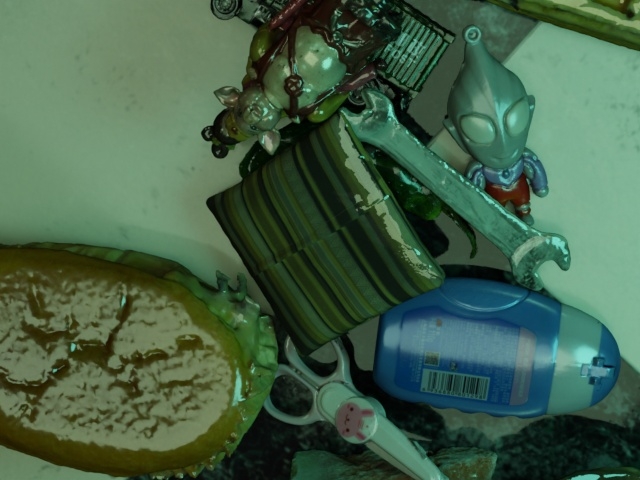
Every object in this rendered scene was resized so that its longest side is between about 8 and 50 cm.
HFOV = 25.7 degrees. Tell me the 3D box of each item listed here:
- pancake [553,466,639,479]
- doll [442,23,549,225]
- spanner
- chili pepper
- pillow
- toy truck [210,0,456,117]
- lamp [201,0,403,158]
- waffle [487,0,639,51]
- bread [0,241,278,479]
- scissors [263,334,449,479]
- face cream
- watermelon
[{"bbox_3d":[0.300,0.364,1.520,0.294,0.049,0.294,-7,114,-15],"label":"pancake"},{"bbox_3d":[0.183,-0.119,1.495,0.102,0.075,0.227,-15,108,-8],"label":"doll"},{"bbox_3d":[0.143,-0.054,1.475,0.302,0.017,0.071,40,101,-10],"label":"spanner"},{"bbox_3d":[0.054,-0.075,1.520,0.278,0.065,0.122,21,112,5],"label":"chili pepper"},{"bbox_3d":[0.000,0.000,1.490,0.212,0.052,0.208,-31,94,34],"label":"pillow"},{"bbox_3d":[0.003,-0.239,1.489,0.259,0.088,0.121,33,102,-1],"label":"toy truck"},{"bbox_3d":[-0.031,-0.167,1.410,0.253,0.118,0.118,-38,93,14],"label":"lamp"},{"bbox_3d":[0.351,-0.322,1.429,0.376,0.114,0.261,18,97,3],"label":"waffle"},{"bbox_3d":[-0.242,0.127,1.519,0.388,0.183,0.236,8,97,6],"label":"bread"},{"bbox_3d":[0.040,0.195,1.536,0.242,0.030,0.118,37,102,22],"label":"scissors"},{"bbox_3d":[0.192,0.119,1.521,0.264,0.083,0.149,8,101,5],"label":"face cream"},{"bbox_3d":[0.082,0.281,1.545,0.241,0.154,0.094,-8,97,-7],"label":"watermelon"}]
